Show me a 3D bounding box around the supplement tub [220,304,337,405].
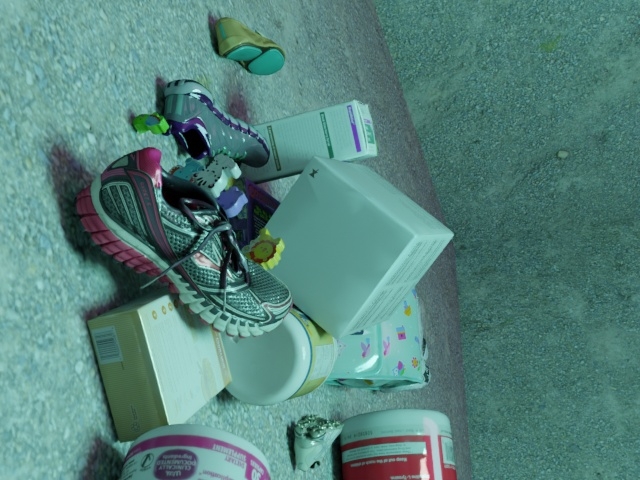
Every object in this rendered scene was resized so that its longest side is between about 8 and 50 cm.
[{"bbox_3d":[-0.059,0.168,1.205,0.200,0.144,0.144,16,64,-72],"label":"supplement tub"}]

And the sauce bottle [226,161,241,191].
[{"bbox_3d":[-0.152,-0.101,1.252,0.128,0.042,0.042,-73,149,-65],"label":"sauce bottle"}]

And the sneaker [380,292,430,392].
[{"bbox_3d":[0.199,0.252,2.058,0.366,0.138,0.210,-45,122,-77],"label":"sneaker"}]

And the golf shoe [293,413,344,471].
[{"bbox_3d":[-0.010,0.362,1.429,0.176,0.069,0.086,11,89,-70],"label":"golf shoe"}]

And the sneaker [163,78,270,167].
[{"bbox_3d":[-0.161,-0.144,1.194,0.224,0.083,0.098,35,55,-48],"label":"sneaker"}]

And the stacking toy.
[{"bbox_3d":[-0.151,-0.066,1.037,0.052,0.221,0.167,-44,140,-15],"label":"stacking toy"}]

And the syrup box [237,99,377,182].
[{"bbox_3d":[-0.030,-0.163,1.350,0.093,0.237,0.096,-21,100,-74],"label":"syrup box"}]

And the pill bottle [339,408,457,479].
[{"bbox_3d":[0.161,0.549,1.555,0.229,0.229,0.407,47,36,-61],"label":"pill bottle"}]

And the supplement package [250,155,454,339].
[{"bbox_3d":[0.053,0.007,1.277,0.199,0.198,0.263,40,14,16],"label":"supplement package"}]

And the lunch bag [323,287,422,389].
[{"bbox_3d":[0.077,0.186,1.623,0.262,0.160,0.223,16,66,-43],"label":"lunch bag"}]

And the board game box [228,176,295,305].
[{"bbox_3d":[-0.061,0.045,1.400,0.347,0.056,0.208,36,50,-59],"label":"board game box"}]

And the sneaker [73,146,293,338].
[{"bbox_3d":[-0.134,0.013,0.925,0.299,0.112,0.120,38,21,-37],"label":"sneaker"}]

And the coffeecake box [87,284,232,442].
[{"bbox_3d":[-0.182,0.134,0.944,0.185,0.068,0.142,-29,106,-73],"label":"coffeecake box"}]

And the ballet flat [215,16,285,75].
[{"bbox_3d":[-0.125,-0.358,1.454,0.073,0.080,0.232,65,14,5],"label":"ballet flat"}]

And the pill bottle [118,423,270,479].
[{"bbox_3d":[-0.142,0.340,0.780,0.283,0.160,0.160,-84,157,-45],"label":"pill bottle"}]
